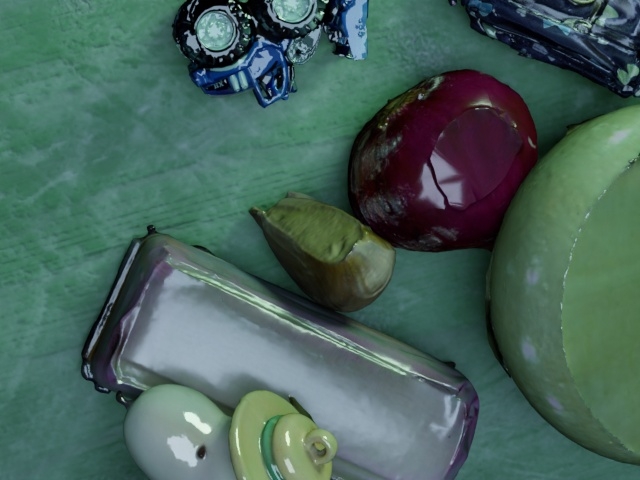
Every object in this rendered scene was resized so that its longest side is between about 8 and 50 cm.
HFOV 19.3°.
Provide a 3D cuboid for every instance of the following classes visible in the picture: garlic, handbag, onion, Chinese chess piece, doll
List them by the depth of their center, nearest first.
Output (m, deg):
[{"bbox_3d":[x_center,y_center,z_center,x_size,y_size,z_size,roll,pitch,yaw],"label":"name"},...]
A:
[{"bbox_3d":[-0.100,0.248,1.696,0.208,0.144,0.271,21,119,15],"label":"doll"},{"bbox_3d":[0.011,0.011,1.784,0.087,0.195,0.101,-44,121,-9],"label":"garlic"},{"bbox_3d":[0.326,0.040,1.790,0.349,0.146,0.349,-5,102,-26],"label":"Chinese chess piece"},{"bbox_3d":[0.246,-0.242,1.791,0.260,0.113,0.162,23,120,-2],"label":"handbag"},{"bbox_3d":[0.139,-0.049,1.814,0.195,0.140,0.218,-41,104,-7],"label":"onion"}]

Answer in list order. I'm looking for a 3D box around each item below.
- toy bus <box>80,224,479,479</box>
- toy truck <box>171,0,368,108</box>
[{"bbox_3d":[-0.027,0.140,1.797,0.386,0.162,0.171,24,93,-10],"label":"toy bus"},{"bbox_3d":[-0.032,-0.204,1.775,0.208,0.113,0.126,-26,100,-2],"label":"toy truck"}]
